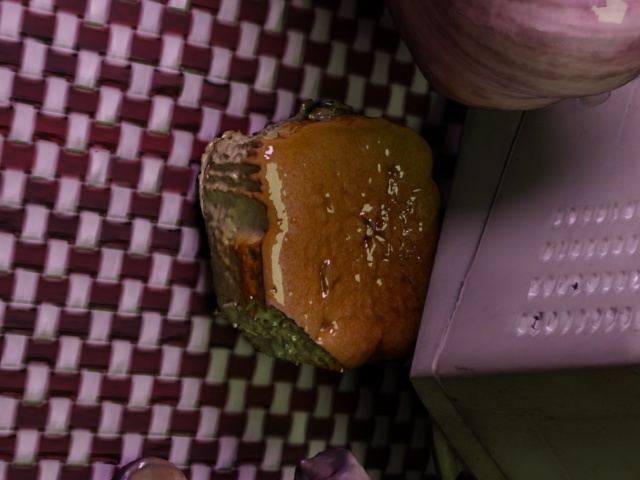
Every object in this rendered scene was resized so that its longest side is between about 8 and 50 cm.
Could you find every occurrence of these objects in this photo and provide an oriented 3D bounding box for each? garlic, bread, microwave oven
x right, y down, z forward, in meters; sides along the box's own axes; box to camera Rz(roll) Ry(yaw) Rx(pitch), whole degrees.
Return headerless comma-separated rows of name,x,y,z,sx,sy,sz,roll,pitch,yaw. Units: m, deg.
garlic,0.045,-0.187,0.892,0.253,0.245,0.245,3,97,-8
bread,0.000,0.000,0.956,0.128,0.069,0.140,-15,106,-37
microwave oven,0.271,0.090,1.003,0.394,0.333,0.247,54,43,-37

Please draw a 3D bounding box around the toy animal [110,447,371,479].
toy animal,0.032,0.220,0.975,0.343,0.168,0.106,56,20,-29
